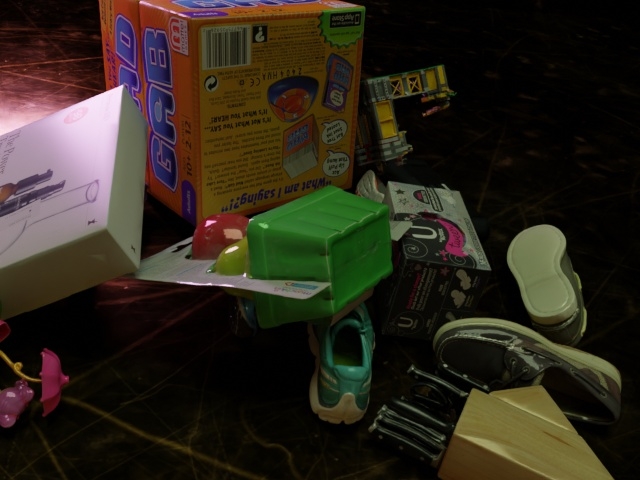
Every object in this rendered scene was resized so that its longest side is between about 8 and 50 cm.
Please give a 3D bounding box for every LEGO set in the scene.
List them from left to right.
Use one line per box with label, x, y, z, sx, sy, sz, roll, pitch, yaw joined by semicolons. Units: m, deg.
LEGO set;0.130;-0.242;1.500;0.255;0.192;0.331;-19;10;-39

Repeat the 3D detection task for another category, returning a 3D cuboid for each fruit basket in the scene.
fruit basket;-0.083;0.025;1.034;0.353;0.165;0.327;-4;14;32

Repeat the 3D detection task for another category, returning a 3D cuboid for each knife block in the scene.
knife block;0.207;0.274;0.889;0.242;0.088;0.275;-4;36;-20

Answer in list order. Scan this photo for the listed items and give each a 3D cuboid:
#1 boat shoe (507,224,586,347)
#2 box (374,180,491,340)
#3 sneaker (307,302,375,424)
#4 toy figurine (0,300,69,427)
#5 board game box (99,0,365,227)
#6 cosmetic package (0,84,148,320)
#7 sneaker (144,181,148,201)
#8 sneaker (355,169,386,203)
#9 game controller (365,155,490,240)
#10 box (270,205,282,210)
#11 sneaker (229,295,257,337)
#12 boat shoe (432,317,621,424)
boat shoe;0.405;0.074;1.243;0.109;0.091;0.305;-21;25;20
box;0.172;0.030;1.176;0.142;0.163;0.247;7;33;-8
sneaker;0.041;0.140;1.024;0.107;0.109;0.275;6;33;-7
toy figurine;-0.404;0.173;0.869;0.159;0.130;0.173;28;58;9
board game box;-0.173;-0.283;1.335;0.357;0.356;0.356;-17;33;-35
cosmetic package;-0.416;-0.063;1.067;0.285;0.097;0.377;-19;42;5
sneaker;-0.378;-0.061;1.232;0.105;0.095;0.236;20;33;1
sneaker;0.118;-0.082;1.398;0.065;0.061;0.157;26;26;-28
game controller;0.226;-0.095;1.489;0.167;0.067;0.319;7;31;-32
box;0.000;0.000;1.241;0.191;0.045;0.184;0;30;-2
sneaker;-0.105;0.091;1.102;0.073;0.063;0.162;8;33;-10
boat shoe;0.306;0.196;1.025;0.286;0.102;0.092;19;29;2
